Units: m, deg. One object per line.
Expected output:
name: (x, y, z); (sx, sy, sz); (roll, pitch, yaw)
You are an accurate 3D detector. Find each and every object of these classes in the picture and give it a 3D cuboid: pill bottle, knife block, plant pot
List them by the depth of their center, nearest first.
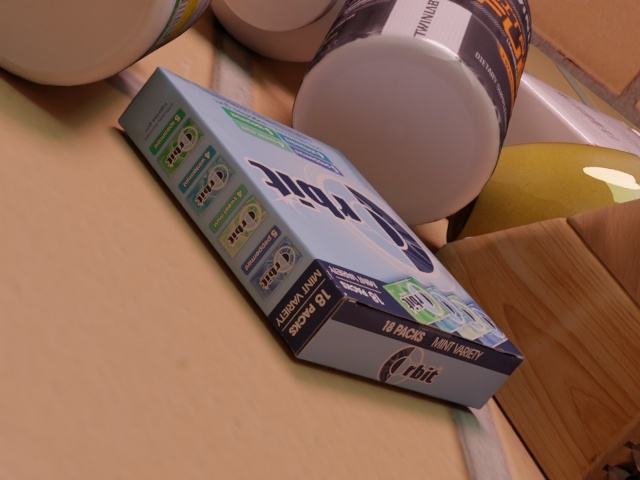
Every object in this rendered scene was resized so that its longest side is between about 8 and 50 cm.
pill bottle: (-0.114, -0.152, 0.830); (0.117, 0.117, 0.208); (38, 15, -3)
knife block: (0.157, 0.103, 0.838); (0.088, 0.242, 0.275); (31, -28, -33)
plant pot: (0.139, -0.011, 1.034); (0.095, 0.134, 0.134); (20, 18, -7)
pill bottle: (0.069, -0.122, 1.038); (0.130, 0.130, 0.246); (37, 32, -9)
pill bottle: (-0.007, -0.215, 1.216); (0.146, 0.146, 0.264); (40, 14, 1)

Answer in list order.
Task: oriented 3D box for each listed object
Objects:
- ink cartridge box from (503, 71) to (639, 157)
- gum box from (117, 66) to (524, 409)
ink cartridge box: (0.228, -0.013, 1.243); (0.207, 0.117, 0.283); (46, 16, 25)
gum box: (0.000, 0.000, 0.804); (0.157, 0.041, 0.184); (21, 22, -50)
